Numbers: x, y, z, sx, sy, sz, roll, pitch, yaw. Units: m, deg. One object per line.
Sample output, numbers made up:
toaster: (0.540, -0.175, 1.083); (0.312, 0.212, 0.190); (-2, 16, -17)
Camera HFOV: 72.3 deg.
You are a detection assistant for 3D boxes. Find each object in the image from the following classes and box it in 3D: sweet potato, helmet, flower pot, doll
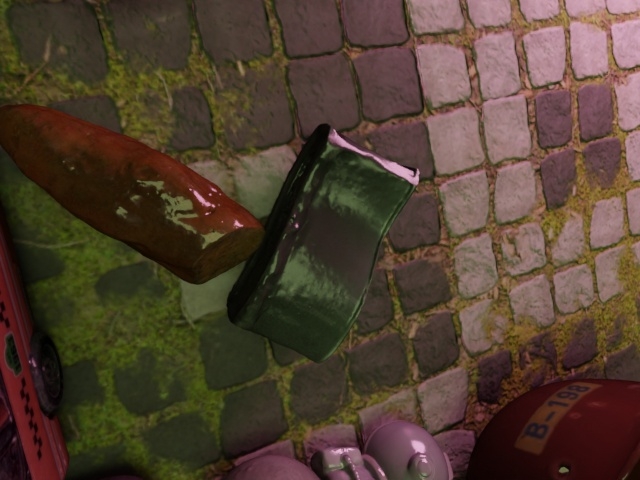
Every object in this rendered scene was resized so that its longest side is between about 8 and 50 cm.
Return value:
sweet potato: (-0.168, -0.043, 0.387); (0.251, 0.097, 0.097); (32, 84, -14)
helmet: (0.319, 0.305, 0.531); (0.384, 0.230, 0.338); (-31, 107, -24)
flower pot: (0.000, 0.000, 0.452); (0.108, 0.103, 0.230); (26, 86, -19)
doll: (0.022, 0.281, 0.476); (0.286, 0.151, 0.151); (-10, 98, -26)

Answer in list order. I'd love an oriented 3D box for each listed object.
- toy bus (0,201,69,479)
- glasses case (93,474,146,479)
toy bus: (-0.324, 0.034, 0.268); (0.202, 0.233, 0.428); (-13, 100, -18)
glasses case: (-0.297, 0.310, 0.385); (0.315, 0.075, 0.124); (-11, 100, -19)
